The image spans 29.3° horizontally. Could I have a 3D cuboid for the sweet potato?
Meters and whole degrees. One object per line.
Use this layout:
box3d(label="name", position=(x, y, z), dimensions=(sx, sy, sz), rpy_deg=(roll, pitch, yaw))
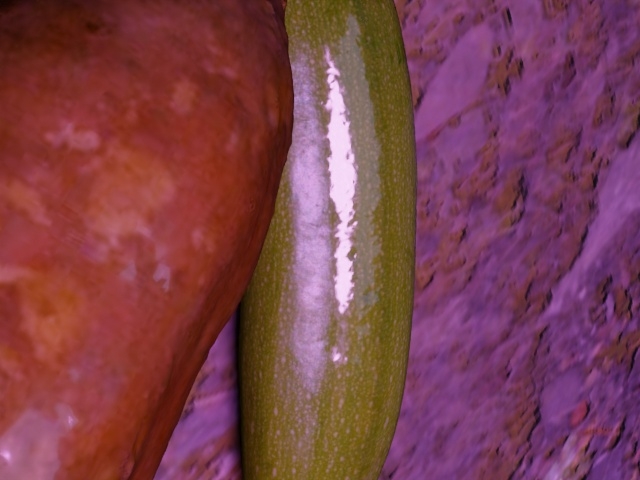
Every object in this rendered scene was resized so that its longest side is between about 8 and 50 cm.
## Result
box3d(label="sweet potato", position=(-0.108, 0.024, 0.378), dimensions=(0.158, 0.158, 0.369), rpy_deg=(46, 65, -43))

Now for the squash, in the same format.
box3d(label="squash", position=(0.002, -0.001, 0.540), dimensions=(0.082, 0.082, 0.292), rpy_deg=(-15, 109, -45))
